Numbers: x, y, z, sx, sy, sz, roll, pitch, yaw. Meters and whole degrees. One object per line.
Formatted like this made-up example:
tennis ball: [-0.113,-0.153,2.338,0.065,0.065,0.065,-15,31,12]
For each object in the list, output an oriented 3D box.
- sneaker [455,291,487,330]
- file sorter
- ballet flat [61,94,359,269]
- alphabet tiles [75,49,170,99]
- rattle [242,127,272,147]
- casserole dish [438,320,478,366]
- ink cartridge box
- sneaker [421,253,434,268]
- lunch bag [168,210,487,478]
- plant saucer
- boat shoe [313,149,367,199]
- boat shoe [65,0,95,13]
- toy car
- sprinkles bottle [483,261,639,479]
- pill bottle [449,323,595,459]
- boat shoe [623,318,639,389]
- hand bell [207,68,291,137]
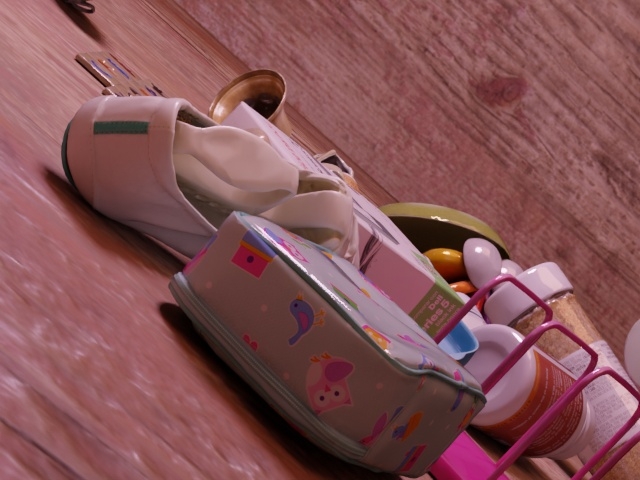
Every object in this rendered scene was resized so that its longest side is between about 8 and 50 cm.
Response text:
sneaker: [0.202,0.162,2.169,0.258,0.094,0.091,41,35,-48]
file sorter: [0.228,0.199,1.600,0.291,0.182,0.202,46,7,29]
ballet flat: [-0.053,-0.028,1.495,0.400,0.139,0.139,26,17,-49]
alphabet tiles: [-0.176,-0.134,2.092,0.285,0.011,0.342,42,7,-3]
rattle: [-0.105,-0.043,1.695,0.143,0.130,0.199,52,-23,-18]
casserole dish: [0.102,0.099,1.941,0.114,0.037,0.188,-2,31,-26]
ink cartridge box: [0.000,0.000,1.809,0.273,0.115,0.198,37,9,-39]
sneaker: [0.054,0.017,2.221,0.132,0.086,0.228,34,-1,-23]
lunch bag: [0.007,0.084,1.366,0.224,0.108,0.279,41,4,22]
plant saucer: [0.161,-0.003,2.468,0.240,0.037,0.241,10,-21,4]
boat shoe: [0.000,-0.045,2.099,0.113,0.103,0.302,49,7,-21]
boat shoe: [-0.326,-0.374,2.330,0.113,0.105,0.306,31,6,-41]
toy car: [0.200,0.088,2.405,0.182,0.159,0.136,35,45,-47]
sprinkles bottle: [0.359,0.203,2.275,0.355,0.121,0.121,59,12,18]
pill bottle: [0.240,0.187,1.999,0.216,0.121,0.121,35,10,-50]
boat shoe: [0.344,0.145,1.537,0.081,0.079,0.227,47,11,-29]
hand bell: [-0.053,-0.123,2.465,0.126,0.126,0.242,50,-3,47]
